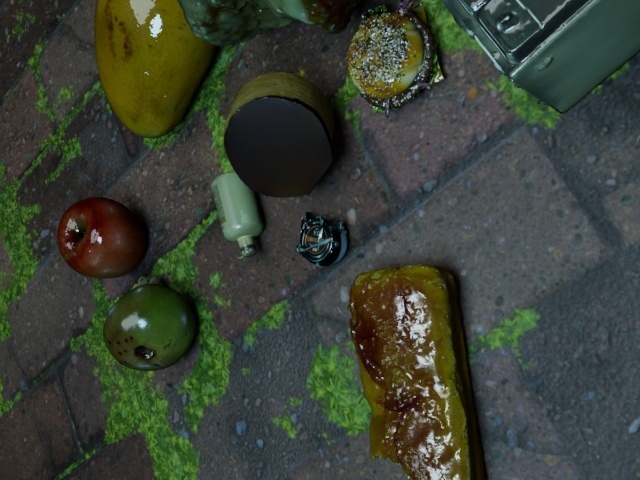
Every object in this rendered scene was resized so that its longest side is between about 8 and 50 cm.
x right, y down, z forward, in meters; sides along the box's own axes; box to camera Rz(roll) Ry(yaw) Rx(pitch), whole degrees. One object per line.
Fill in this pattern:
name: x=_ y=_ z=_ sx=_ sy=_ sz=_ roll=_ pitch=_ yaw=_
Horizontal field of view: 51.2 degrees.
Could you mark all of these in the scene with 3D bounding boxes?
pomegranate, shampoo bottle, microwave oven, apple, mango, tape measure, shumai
pomegranate: x=-0.333 y=0.155 z=1.340 sx=0.179 sy=0.179 sz=0.211 roll=-14 pitch=48 yaw=34
shampoo bottle: x=-0.153 y=-0.046 z=1.266 sx=0.079 sy=0.079 sz=0.162 roll=-26 pitch=72 yaw=32
microwave oven: x=0.289 y=-0.429 z=0.873 sx=0.333 sy=0.247 sz=0.394 roll=-42 pitch=65 yaw=25
apple: x=-0.464 y=-0.004 z=1.433 sx=0.180 sy=0.168 sz=0.181 roll=-6 pitch=79 yaw=34
mango: x=-0.333 y=-0.396 z=1.340 sx=0.263 sy=0.221 sz=0.378 roll=21 pitch=108 yaw=31
tape measure: x=0.001 y=0.001 z=1.168 sx=0.094 sy=0.054 sz=0.091 roll=21 pitch=100 yaw=41
shumai: x=-0.048 y=-0.498 z=1.095 sx=0.323 sy=0.324 sz=0.398 roll=22 pitch=98 yaw=26

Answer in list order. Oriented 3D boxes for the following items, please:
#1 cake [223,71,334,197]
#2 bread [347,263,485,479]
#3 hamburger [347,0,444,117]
cake: x=-0.065 y=-0.195 z=1.175 sx=0.185 sy=0.178 sz=0.208 roll=-21 pitch=113 yaw=19
bread: x=0.138 y=0.229 z=1.022 sx=0.185 sy=0.109 sz=0.381 roll=-13 pitch=81 yaw=34
hamburger: x=0.109 y=-0.303 z=1.087 sx=0.164 sy=0.093 sz=0.190 roll=-34 pitch=67 yaw=30
